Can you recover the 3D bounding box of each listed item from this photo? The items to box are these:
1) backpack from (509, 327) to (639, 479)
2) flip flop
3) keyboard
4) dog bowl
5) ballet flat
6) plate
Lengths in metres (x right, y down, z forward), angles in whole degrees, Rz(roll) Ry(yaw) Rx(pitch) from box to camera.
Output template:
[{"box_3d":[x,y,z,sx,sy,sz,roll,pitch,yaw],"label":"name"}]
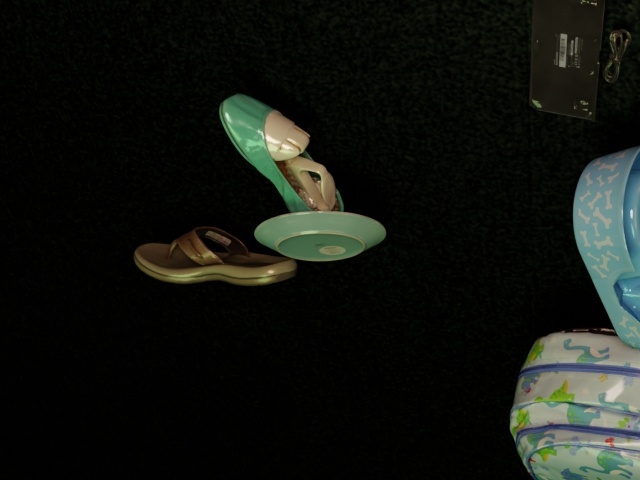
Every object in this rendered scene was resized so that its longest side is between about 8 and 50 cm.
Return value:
[{"box_3d":[0.436,0.238,1.320,0.355,0.273,0.290,24,167,24],"label":"backpack"},{"box_3d":[-0.164,0.019,1.527,0.277,0.112,0.080,4,109,29],"label":"flip flop"},{"box_3d":[0.288,-0.212,1.087,0.108,0.023,0.180,15,139,24],"label":"keyboard"},{"box_3d":[0.388,0.018,1.173,0.074,0.166,0.297,0,134,44],"label":"dog bowl"},{"box_3d":[-0.038,-0.111,1.329,0.087,0.083,0.247,-6,135,34],"label":"ballet flat"},{"box_3d":[0.000,0.000,1.392,0.188,0.024,0.188,-1,160,0],"label":"plate"}]
